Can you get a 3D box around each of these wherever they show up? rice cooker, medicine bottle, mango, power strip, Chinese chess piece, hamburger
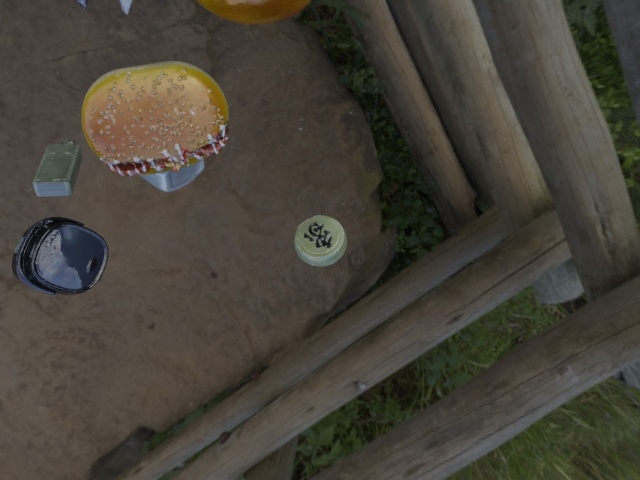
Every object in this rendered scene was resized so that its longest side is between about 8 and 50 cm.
[{"bbox_3d":[-0.840,0.053,1.468,0.225,0.267,0.266,1,110,43],"label":"rice cooker"},{"bbox_3d":[-0.459,-0.259,1.211,0.296,0.161,0.111,35,144,14],"label":"medicine bottle"},{"bbox_3d":[-0.132,-0.483,0.845,0.252,0.154,0.125,-11,71,-24],"label":"mango"},{"bbox_3d":[-0.759,-0.223,1.332,0.093,0.288,0.053,-4,128,-15],"label":"power strip"},{"bbox_3d":[0.000,0.000,1.231,0.144,0.058,0.144,-3,61,5],"label":"Chinese chess piece"},{"bbox_3d":[-0.345,-0.260,0.977,0.296,0.151,0.226,-15,124,-9],"label":"hamburger"}]

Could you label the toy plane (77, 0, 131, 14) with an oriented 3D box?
[{"bbox_3d":[-0.174,-0.224,0.356,0.078,0.031,0.083,-54,134,-8],"label":"toy plane"}]
